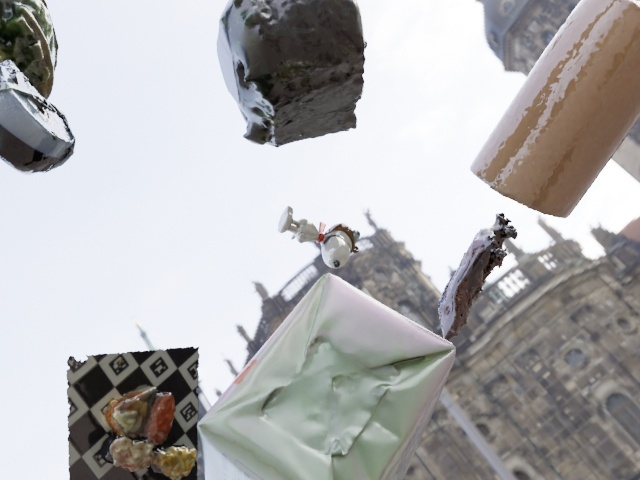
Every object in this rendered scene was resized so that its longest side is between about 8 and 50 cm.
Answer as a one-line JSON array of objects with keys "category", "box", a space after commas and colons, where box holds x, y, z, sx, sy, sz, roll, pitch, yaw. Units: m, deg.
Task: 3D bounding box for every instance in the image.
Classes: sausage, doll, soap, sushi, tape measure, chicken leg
[{"category": "sausage", "box": [0.275, -0.151, 0.783, 0.123, 0.123, 0.253, 6, -61, -52]}, {"category": "doll", "box": [-0.002, -0.004, 0.739, 0.040, 0.085, 0.058, -56, 1, 31]}, {"category": "soap", "box": [0.005, 0.167, 0.630, 0.182, 0.138, 0.199, -47, -23, -34]}, {"category": "sushi", "box": [-0.144, 0.152, 0.607, 0.120, 0.026, 0.126, 0, -89, -40]}, {"category": "sushi", "box": [-0.031, -0.168, 0.711, 0.127, 0.124, 0.225, -17, -10, -5]}, {"category": "tape measure", "box": [-0.233, -0.093, 0.573, 0.054, 0.094, 0.091, -40, -60, 3]}, {"category": "chicken leg", "box": [0.250, 0.061, 1.222, 0.234, 0.063, 0.105, -62, -7, 8]}]

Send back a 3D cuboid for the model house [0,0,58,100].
[{"category": "model house", "box": [-0.536, -0.255, 1.053, 0.261, 0.266, 0.321, -31, -53, 12]}]
